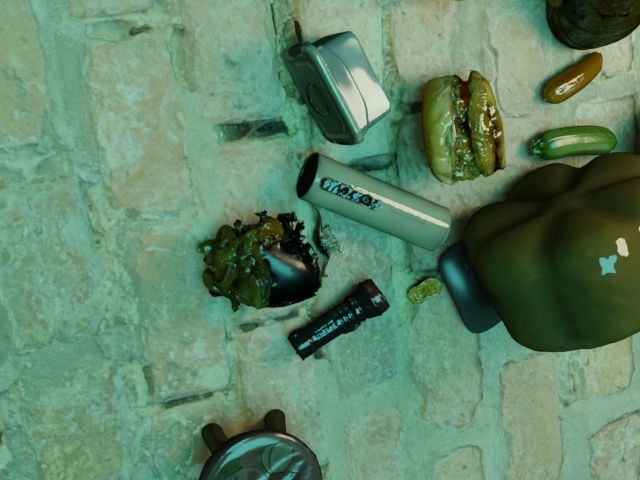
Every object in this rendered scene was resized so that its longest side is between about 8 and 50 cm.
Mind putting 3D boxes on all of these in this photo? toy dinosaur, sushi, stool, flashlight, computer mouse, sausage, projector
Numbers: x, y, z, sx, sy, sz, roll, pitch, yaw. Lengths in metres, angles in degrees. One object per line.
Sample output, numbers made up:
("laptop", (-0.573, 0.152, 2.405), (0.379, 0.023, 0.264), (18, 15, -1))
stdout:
("toy dinosaur", (0.014, -0.003, 1.807), (0.058, 0.037, 0.180), (-17, 108, -16))
("sushi", (-0.128, 0.047, 1.707), (0.204, 0.213, 0.200), (-12, 83, -27))
("stool", (-0.144, 0.512, 1.807), (0.272, 0.178, 0.272), (-4, 104, -15))
("flashlight", (0.038, 0.180, 1.830), (0.232, 0.093, 0.093), (-35, 110, -3))
("computer mouse", (0.359, 0.112, 1.921), (0.120, 0.057, 0.232), (-29, 109, -8))
("sausage", (0.576, -0.365, 1.872), (0.183, 0.054, 0.062), (-33, 137, -9))
("projector", (0.117, -0.081, 1.781), (0.337, 0.108, 0.108), (21, 96, -20))

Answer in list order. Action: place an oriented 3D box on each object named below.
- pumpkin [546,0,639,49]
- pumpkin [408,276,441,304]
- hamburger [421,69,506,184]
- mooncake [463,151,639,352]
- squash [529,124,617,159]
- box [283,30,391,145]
("pumpkin", (0.604, -0.564, 1.744), (0.242, 0.232, 0.325), (-33, 113, -9))
("pumpkin", (0.237, 0.113, 1.902), (0.083, 0.028, 0.050), (-26, 107, 1))
("hamburger", (0.294, -0.238, 1.739), (0.163, 0.244, 0.244), (-13, 107, 9))
("mooncake", (0.544, 0.014, 1.740), (0.467, 0.467, 0.262), (-29, 110, -8))
("squash", (0.582, -0.225, 1.897), (0.219, 0.068, 0.077), (-8, 138, -13))
("box", (0.032, -0.310, 1.678), (0.130, 0.162, 0.227), (-35, 110, -16))
